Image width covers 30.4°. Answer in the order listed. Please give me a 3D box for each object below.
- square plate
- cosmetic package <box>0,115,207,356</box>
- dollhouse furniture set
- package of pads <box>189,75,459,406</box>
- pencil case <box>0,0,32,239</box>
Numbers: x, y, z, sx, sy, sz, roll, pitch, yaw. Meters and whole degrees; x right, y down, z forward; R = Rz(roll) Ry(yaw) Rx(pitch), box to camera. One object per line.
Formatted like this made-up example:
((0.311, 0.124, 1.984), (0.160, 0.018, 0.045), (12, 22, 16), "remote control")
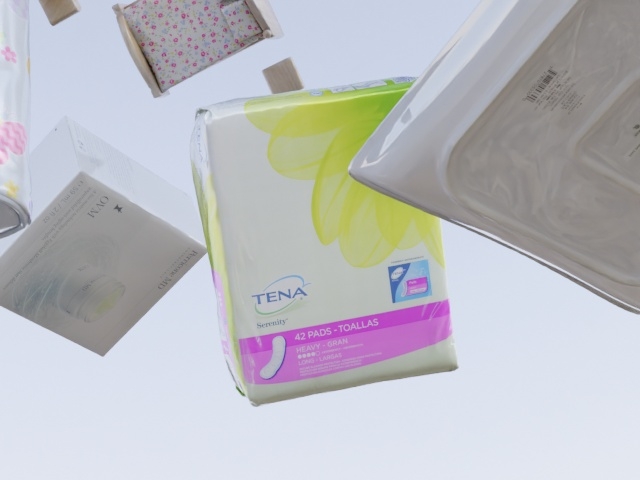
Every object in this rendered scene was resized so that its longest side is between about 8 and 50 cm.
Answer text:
((0.255, -0.094, 0.941), (0.344, 0.049, 0.347), (24, -55, -23), "square plate")
((-0.309, 0.001, 1.552), (0.224, 0.138, 0.225), (-44, -50, 15), "cosmetic package")
((-0.240, -0.292, 1.539), (0.303, 0.355, 0.174), (-25, 2, 16), "dollhouse furniture set")
((0.000, 0.000, 1.152), (0.229, 0.296, 0.101), (-9, 8, -13), "package of pads")
((-0.304, -0.132, 0.984), (0.124, 0.273, 0.113), (9, -27, -35), "pencil case")
